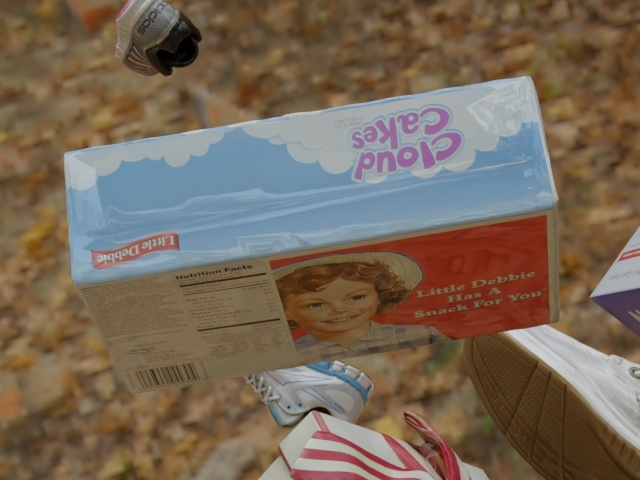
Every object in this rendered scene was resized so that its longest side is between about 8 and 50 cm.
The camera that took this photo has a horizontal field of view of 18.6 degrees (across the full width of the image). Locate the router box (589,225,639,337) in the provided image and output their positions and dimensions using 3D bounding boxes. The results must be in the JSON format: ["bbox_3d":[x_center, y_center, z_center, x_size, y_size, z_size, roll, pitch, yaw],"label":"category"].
[{"bbox_3d":[0.424,-0.050,1.860,0.301,0.082,0.335,-53,6,-11],"label":"router box"}]

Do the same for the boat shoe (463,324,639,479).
[{"bbox_3d":[0.216,0.129,1.280,0.096,0.098,0.277,-35,60,-31],"label":"boat shoe"}]

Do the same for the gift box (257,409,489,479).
[{"bbox_3d":[0.044,0.301,1.551,0.258,0.276,0.255,-48,51,17],"label":"gift box"}]

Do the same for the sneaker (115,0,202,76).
[{"bbox_3d":[-0.154,-0.188,1.895,0.063,0.075,0.170,-49,-7,-12],"label":"sneaker"}]

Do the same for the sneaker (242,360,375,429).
[{"bbox_3d":[-0.042,0.146,1.990,0.190,0.071,0.083,23,62,-2],"label":"sneaker"}]

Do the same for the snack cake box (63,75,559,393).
[{"bbox_3d":[0.000,0.000,1.110,0.264,0.152,0.089,-9,60,2],"label":"snack cake box"}]
